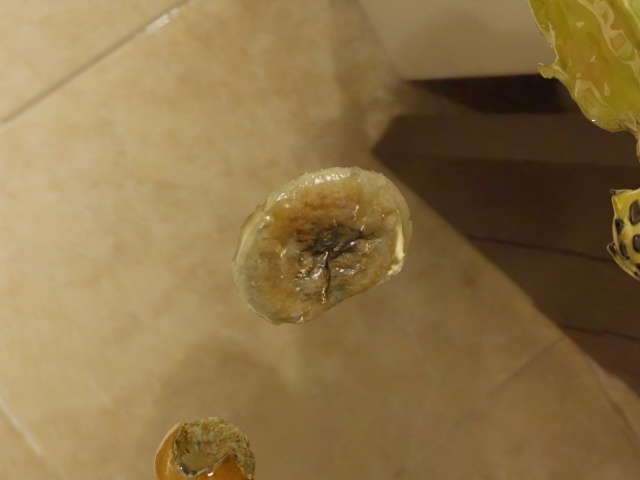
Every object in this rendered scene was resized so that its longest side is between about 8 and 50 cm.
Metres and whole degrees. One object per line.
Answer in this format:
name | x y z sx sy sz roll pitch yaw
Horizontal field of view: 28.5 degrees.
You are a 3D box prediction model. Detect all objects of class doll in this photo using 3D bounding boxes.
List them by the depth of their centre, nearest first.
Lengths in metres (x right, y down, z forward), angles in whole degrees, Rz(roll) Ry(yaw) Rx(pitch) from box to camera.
doll | 0.381 0.073 1.326 0.086 0.117 0.291 -19 88 -40

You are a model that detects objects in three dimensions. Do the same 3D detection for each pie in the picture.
pie | -0.001 -0.002 1.413 0.218 0.052 0.185 -28 127 -6

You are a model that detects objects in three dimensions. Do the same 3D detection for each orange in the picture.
orange | -0.173 0.336 1.891 0.157 0.134 0.156 -3 71 9

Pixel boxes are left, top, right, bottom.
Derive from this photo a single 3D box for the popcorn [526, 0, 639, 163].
popcorn | 0.217 -0.139 0.548 0.282 0.282 0.247 15 127 -25
